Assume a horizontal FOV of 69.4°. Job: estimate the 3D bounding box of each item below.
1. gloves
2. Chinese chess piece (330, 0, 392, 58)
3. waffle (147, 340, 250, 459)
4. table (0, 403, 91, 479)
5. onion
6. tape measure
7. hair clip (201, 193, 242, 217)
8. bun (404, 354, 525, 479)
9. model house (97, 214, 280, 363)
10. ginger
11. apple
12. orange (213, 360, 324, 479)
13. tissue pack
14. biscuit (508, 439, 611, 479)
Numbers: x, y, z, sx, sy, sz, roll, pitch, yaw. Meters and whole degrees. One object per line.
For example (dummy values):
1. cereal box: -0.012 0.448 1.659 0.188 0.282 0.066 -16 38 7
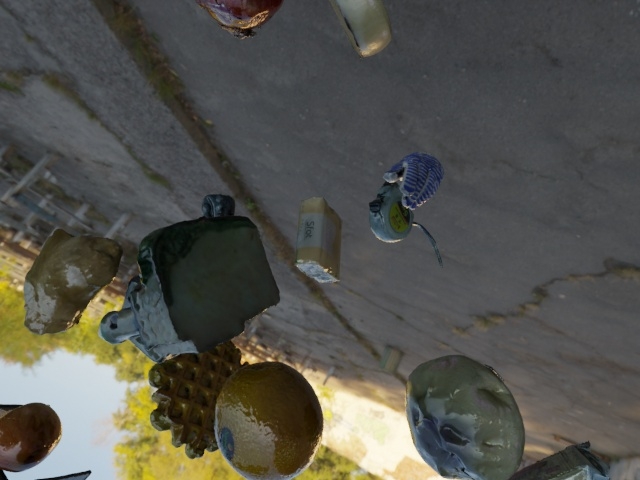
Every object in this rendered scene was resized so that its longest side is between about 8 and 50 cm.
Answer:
1. gloves: 0.201 -0.139 0.984 0.119 0.229 0.097 17 124 10
2. Chinese chess piece: 0.095 -0.616 1.230 0.249 0.103 0.250 58 -170 -17
3. waffle: -0.305 0.391 1.220 0.068 0.325 0.302 -34 78 34
4. table: -0.774 0.590 1.120 0.250 0.282 0.196 40 175 25
5. onion: -0.209 -0.599 1.172 0.230 0.230 0.163 24 132 13
6. tape measure: 0.253 -0.013 1.392 0.084 0.164 0.330 7 138 54
7. hair clip: -0.341 0.009 1.521 0.206 0.310 0.194 28 166 -11
8. bun: 0.272 0.369 0.947 0.273 0.168 0.272 22 119 45
9. model house: -0.291 0.108 0.962 0.284 0.243 0.298 -23 177 32
10. ginger: -0.421 0.073 0.801 0.123 0.193 0.115 -10 146 28
11. apple: -0.639 0.430 1.002 0.146 0.146 0.146 25 162 9
12. orange: -0.104 0.361 0.927 0.236 0.236 0.236 25 162 9
13. tissue pack: 0.000 0.000 1.395 0.090 0.222 0.186 -5 154 24
14. biscuit: 0.457 0.537 0.980 0.079 0.309 0.186 62 -167 16
